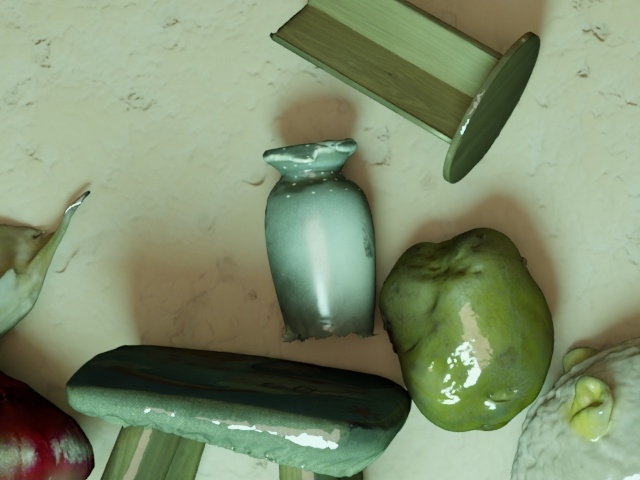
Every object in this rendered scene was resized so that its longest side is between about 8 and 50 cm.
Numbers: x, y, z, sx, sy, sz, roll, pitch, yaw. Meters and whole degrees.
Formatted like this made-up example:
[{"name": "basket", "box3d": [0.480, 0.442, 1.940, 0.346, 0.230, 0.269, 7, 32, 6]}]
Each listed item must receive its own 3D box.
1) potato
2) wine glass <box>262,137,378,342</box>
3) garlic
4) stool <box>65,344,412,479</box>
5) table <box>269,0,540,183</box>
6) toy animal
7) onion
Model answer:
[{"name": "potato", "box3d": [0.148, 0.088, 1.729, 0.154, 0.137, 0.200, -26, 72, 37]}, {"name": "wine glass", "box3d": [0.000, 0.000, 1.760, 0.111, 0.111, 0.204, -5, 91, 8]}, {"name": "garlic", "box3d": [-0.412, 0.042, 1.808, 0.338, 0.151, 0.196, -1, 79, 6]}, {"name": "stool", "box3d": [-0.081, 0.233, 1.682, 0.310, 0.310, 0.226, 7, 94, 9]}, {"name": "table", "box3d": [0.078, -0.183, 1.734, 0.226, 0.167, 0.167, 31, 96, 14]}, {"name": "toy animal", "box3d": [0.341, 0.202, 1.685, 0.358, 0.188, 0.226, -17, 92, 10]}, {"name": "onion", "box3d": [-0.362, 0.192, 1.737, 0.272, 0.272, 0.195, -7, 84, 8]}]
